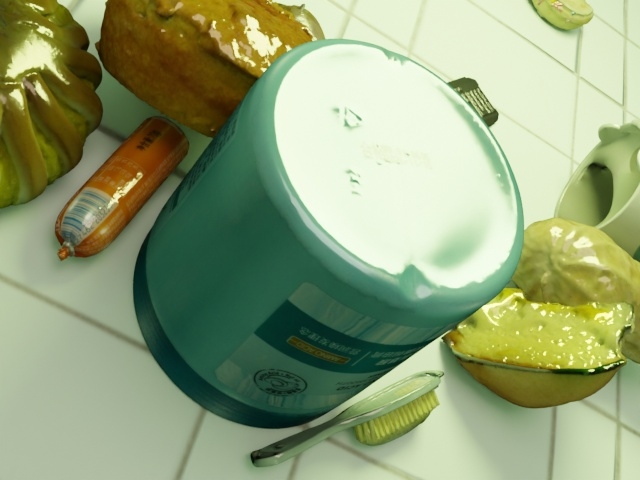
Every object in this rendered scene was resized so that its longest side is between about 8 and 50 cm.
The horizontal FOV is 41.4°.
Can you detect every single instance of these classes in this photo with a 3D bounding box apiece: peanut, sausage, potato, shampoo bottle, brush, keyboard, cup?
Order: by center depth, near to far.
[{"bbox_3d":[0.000,0.000,0.952,0.331,0.342,0.331,17,53,-24],"label":"shampoo bottle"},{"bbox_3d":[-0.243,-0.058,1.012,0.071,0.071,0.234,38,48,-7],"label":"sausage"},{"bbox_3d":[0.045,0.232,1.033,0.296,0.068,0.060,-17,94,-35],"label":"brush"},{"bbox_3d":[-0.024,-0.319,1.307,0.172,0.089,0.101,26,48,-15],"label":"potato"},{"bbox_3d":[0.441,0.082,1.309,0.340,0.174,0.158,27,81,-21],"label":"peanut"},{"bbox_3d":[0.210,-0.217,1.445,0.262,0.016,0.106,-25,77,-41],"label":"keyboard"},{"bbox_3d":[0.554,-0.062,1.461,0.257,0.219,0.290,30,18,-15],"label":"cup"}]

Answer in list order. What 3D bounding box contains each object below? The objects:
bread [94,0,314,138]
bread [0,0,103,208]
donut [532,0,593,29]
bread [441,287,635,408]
[{"bbox_3d":[-0.132,-0.245,1.082,0.312,0.172,0.312,29,23,-13],"label":"bread"},{"bbox_3d":[-0.386,-0.188,0.940,0.333,0.160,0.333,17,54,-25],"label":"bread"},{"bbox_3d":[0.492,-0.508,1.783,0.108,0.065,0.166,-33,83,-42],"label":"donut"},{"bbox_3d":[0.309,0.163,1.199,0.174,0.251,0.133,-58,143,-43],"label":"bread"}]
